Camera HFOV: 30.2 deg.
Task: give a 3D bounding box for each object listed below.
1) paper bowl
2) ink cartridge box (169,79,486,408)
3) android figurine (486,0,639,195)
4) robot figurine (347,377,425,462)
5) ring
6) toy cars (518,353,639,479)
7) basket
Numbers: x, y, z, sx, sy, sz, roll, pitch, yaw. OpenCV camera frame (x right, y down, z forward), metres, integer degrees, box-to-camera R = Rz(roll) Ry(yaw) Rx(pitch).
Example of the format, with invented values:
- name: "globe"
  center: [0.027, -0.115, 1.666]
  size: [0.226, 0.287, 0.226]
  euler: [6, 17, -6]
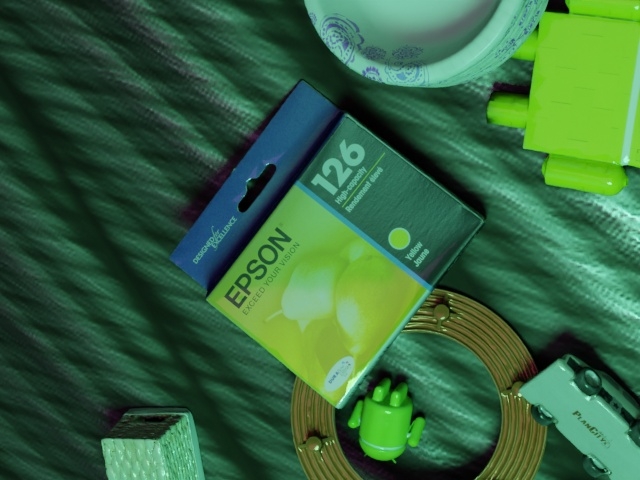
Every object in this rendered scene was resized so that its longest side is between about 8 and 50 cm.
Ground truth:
- name: "paper bowl"
  center: [0.129, -0.317, 1.357]
  size: [0.284, 0.148, 0.284]
  euler: [3, 95, 28]
- name: "ink cartridge box"
  center: [0.000, 0.000, 1.513]
  size: [0.307, 0.072, 0.304]
  euler: [38, 96, 7]
- name: "android figurine"
  center: [0.333, -0.176, 1.383]
  size: [0.272, 0.056, 0.248]
  euler: [13, 109, 21]
- name: "robot figurine"
  center: [0.088, 0.245, 1.596]
  size: [0.101, 0.067, 0.115]
  euler: [13, 110, 17]
- name: "ring"
  center: [0.124, 0.228, 1.532]
  size: [0.336, 0.032, 0.337]
  euler: [-1, 87, 10]
- name: "toy cars"
  center: [0.440, 0.230, 1.438]
  size: [0.393, 0.087, 0.177]
  euler: [11, 125, 24]
- name: "basket"
  center: [-0.246, 0.341, 1.742]
  size: [0.113, 0.103, 0.167]
  euler: [-3, 103, 22]
